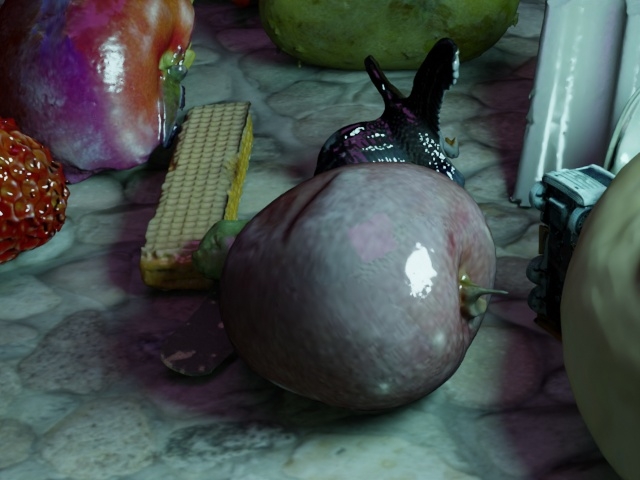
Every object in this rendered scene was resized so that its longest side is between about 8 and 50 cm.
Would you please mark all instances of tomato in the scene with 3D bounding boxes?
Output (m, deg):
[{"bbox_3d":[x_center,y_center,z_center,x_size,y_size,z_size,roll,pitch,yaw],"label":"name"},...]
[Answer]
[{"bbox_3d":[-0.323,-0.244,1.963,0.290,0.176,0.334,-1,63,24],"label":"tomato"}]

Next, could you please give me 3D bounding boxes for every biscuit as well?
[{"bbox_3d":[-0.141,-0.057,1.833,0.094,0.054,0.378,-4,31,6],"label":"biscuit"}]

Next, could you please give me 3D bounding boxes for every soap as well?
[{"bbox_3d":[0.363,-0.140,1.884,0.159,0.302,0.258,7,-12,32],"label":"soap"}]

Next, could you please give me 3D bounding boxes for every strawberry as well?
[{"bbox_3d":[-0.381,-0.043,1.778,0.178,0.234,0.234,10,15,-41],"label":"strawberry"}]

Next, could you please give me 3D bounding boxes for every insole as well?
[{"bbox_3d":[-0.090,0.073,1.634,0.081,0.011,0.248,22,36,16],"label":"insole"}]

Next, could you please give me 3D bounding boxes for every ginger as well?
[{"bbox_3d":[0.005,0.000,1.677,0.290,0.089,0.137,-22,60,-27],"label":"ginger"}]

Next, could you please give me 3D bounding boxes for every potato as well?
[{"bbox_3d":[0.089,-0.356,2.098,0.359,0.269,0.219,-7,38,7],"label":"potato"}]

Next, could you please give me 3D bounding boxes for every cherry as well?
[{"bbox_3d":[0.035,0.042,1.484,0.307,0.221,0.261,-7,29,29],"label":"cherry"}]

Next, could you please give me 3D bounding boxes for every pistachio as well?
[{"bbox_3d":[0.379,0.063,1.294,0.365,0.281,0.445,-27,40,15],"label":"pistachio"}]

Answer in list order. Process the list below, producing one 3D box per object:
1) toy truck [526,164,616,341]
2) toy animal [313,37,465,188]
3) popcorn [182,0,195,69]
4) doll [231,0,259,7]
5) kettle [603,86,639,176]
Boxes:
[{"bbox_3d":[0.271,0.010,1.531,0.115,0.177,0.080,-18,33,-23],"label":"toy truck"},{"bbox_3d":[0.092,-0.135,1.841,0.272,0.160,0.197,-38,32,19],"label":"toy animal"},{"bbox_3d":[-0.259,-0.286,2.172,0.194,0.163,0.140,-41,12,1],"label":"popcorn"},{"bbox_3d":[-0.101,-0.426,2.406,0.200,0.105,0.336,-27,37,-32],"label":"doll"},{"bbox_3d":[0.482,-0.056,1.587,0.318,0.205,0.265,14,38,34],"label":"kettle"}]
